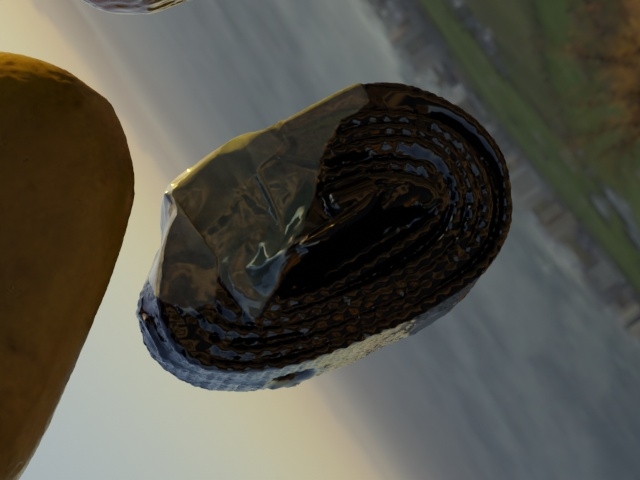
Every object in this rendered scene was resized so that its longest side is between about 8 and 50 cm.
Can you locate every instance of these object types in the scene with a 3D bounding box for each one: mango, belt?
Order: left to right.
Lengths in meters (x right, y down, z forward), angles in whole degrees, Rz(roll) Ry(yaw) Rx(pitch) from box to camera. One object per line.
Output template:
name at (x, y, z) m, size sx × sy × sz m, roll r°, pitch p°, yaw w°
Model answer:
mango at (-0.255, 0.038, 0.960) m, size 0.253 × 0.365 × 0.182 m, roll 41°, pitch 166°, yaw -3°
belt at (0.000, 0.000, 1.188) m, size 0.184 × 0.289 × 0.164 m, roll 61°, pitch 165°, yaw 7°

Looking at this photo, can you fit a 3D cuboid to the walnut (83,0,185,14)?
walnut at (-0.095, -0.223, 0.982) m, size 0.197 × 0.165 × 0.165 m, roll -20°, pitch 108°, yaw 50°
